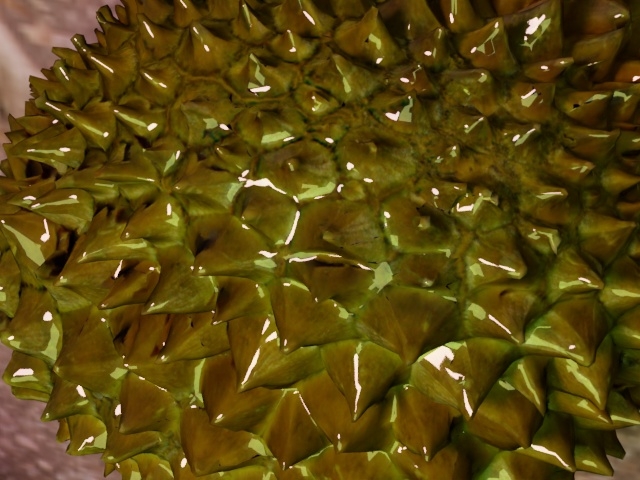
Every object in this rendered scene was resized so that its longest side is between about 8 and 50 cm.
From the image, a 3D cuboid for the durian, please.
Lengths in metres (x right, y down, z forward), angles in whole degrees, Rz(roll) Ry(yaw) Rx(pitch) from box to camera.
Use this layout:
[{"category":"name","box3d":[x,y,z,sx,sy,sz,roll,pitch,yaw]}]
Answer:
[{"category":"durian","box3d":[0.002,0.000,0.602,0.237,0.176,0.200,-18,105,46]}]
